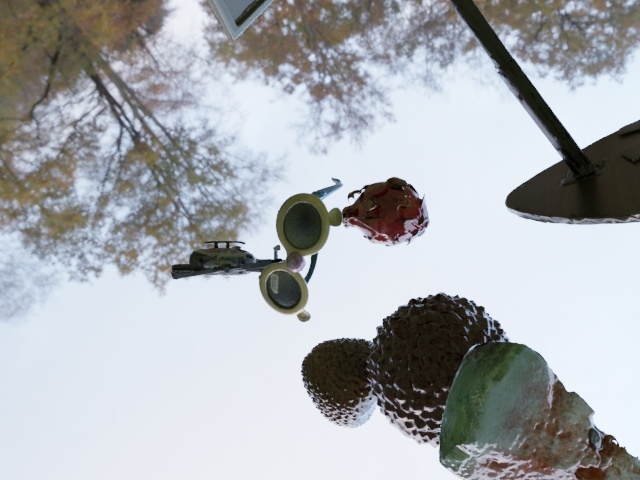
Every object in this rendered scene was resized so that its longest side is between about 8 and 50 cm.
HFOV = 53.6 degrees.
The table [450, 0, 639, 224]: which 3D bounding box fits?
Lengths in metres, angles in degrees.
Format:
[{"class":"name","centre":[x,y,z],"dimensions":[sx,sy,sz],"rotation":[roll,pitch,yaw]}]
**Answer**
[{"class":"table","centre":[0.271,-0.182,0.588],"dimensions":[0.317,0.249,0.317],"rotation":[-26,-166,7]}]

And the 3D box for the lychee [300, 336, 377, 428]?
[{"class":"lychee","centre":[0.058,0.285,1.291],"dimensions":[0.194,0.194,0.194],"rotation":[-21,-140,18]}]

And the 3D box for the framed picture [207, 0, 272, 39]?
[{"class":"framed picture","centre":[-0.058,-0.589,1.015],"dimensions":[0.028,0.326,0.446],"rotation":[35,-103,28]}]

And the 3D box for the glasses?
[{"class":"glasses","centre":[-0.029,-0.010,0.952],"dimensions":[0.088,0.189,0.220],"rotation":[16,-156,-4]}]

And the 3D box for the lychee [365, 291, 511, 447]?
[{"class":"lychee","centre":[0.209,0.221,1.093],"dimensions":[0.264,0.264,0.300],"rotation":[-46,-168,-13]}]

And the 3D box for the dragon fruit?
[{"class":"dragon fruit","centre":[0.123,-0.054,1.189],"dimensions":[0.166,0.136,0.133],"rotation":[-3,-142,17]}]

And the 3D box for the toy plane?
[{"class":"toy plane","centre":[-0.120,0.035,0.959],"dimensions":[0.197,0.053,0.078],"rotation":[1,-165,-1]}]

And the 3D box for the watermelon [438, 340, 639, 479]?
[{"class":"watermelon","centre":[0.259,0.234,0.713],"dimensions":[0.154,0.241,0.094],"rotation":[-60,-176,-21]}]
